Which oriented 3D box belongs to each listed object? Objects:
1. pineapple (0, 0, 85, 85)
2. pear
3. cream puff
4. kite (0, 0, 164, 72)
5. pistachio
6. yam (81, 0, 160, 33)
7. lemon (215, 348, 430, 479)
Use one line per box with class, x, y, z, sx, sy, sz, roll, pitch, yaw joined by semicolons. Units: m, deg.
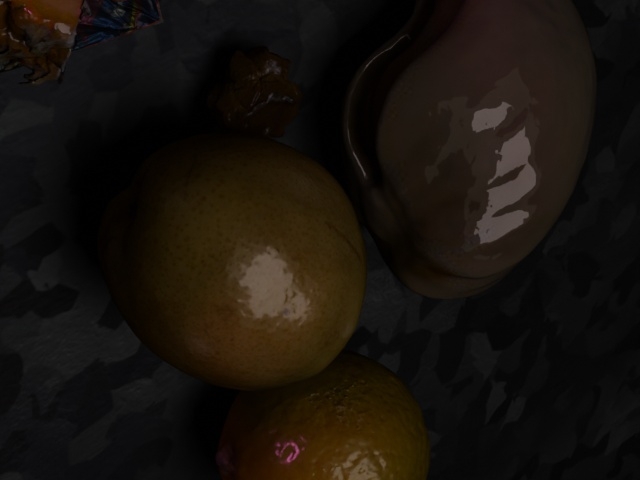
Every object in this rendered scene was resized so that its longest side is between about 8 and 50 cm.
pineapple;-0.348;-0.304;1.515;0.286;0.344;0.209;21;141;-15
pear;-0.101;0.023;1.827;0.314;0.314;0.314;-23;128;-33
cream puff;-0.081;-0.172;1.890;0.116;0.094;0.122;-22;151;-29
kite;-0.247;-0.286;1.690;0.234;0.016;0.321;27;91;-40
pistachio;0.192;-0.143;2.047;0.365;0.281;0.446;15;89;-39
yam;-0.187;-0.278;1.768;0.234;0.027;0.029;-38;172;-20
lemon;0.005;0.276;2.104;0.293;0.293;0.293;-23;128;-33
